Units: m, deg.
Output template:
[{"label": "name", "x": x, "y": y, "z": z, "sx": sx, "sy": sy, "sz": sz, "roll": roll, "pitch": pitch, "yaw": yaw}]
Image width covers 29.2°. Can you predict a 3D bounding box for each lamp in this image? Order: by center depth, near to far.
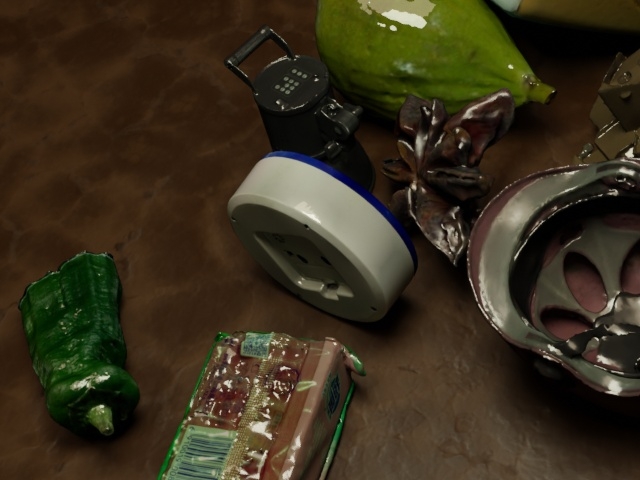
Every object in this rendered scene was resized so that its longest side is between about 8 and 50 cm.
[{"label": "lamp", "x": -0.014, "y": -0.142, "z": 1.562, "sx": 0.172, "sy": 0.227, "sz": 0.147, "roll": 33, "pitch": 66, "yaw": 32}]

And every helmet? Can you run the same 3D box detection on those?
[{"label": "helmet", "x": 0.341, "y": 0.068, "z": 1.335, "sx": 0.338, "sy": 0.197, "sz": 0.271, "roll": 12, "pitch": 65, "yaw": 29}]

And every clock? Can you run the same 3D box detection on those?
[{"label": "clock", "x": 0.000, "y": 0.000, "z": 1.451, "sx": 0.230, "sy": 0.230, "sz": 0.083, "roll": 25, "pitch": 67, "yaw": 29}]

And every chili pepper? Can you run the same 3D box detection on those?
[{"label": "chili pepper", "x": -0.289, "y": 0.139, "z": 1.501, "sx": 0.136, "sy": 0.099, "sz": 0.270, "roll": -16, "pitch": 46, "yaw": -10}]

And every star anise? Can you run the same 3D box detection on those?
[{"label": "star anise", "x": 0.147, "y": -0.075, "z": 1.484, "sx": 0.129, "sy": 0.212, "sz": 0.282, "roll": -3, "pitch": 4, "yaw": -26}]

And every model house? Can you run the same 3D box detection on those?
[{"label": "model house", "x": 0.377, "y": -0.130, "z": 1.511, "sx": 0.248, "sy": 0.176, "sz": 0.181, "roll": -40, "pitch": 41, "yaw": 10}]

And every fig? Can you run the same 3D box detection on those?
[{"label": "fig", "x": 0.133, "y": -0.234, "z": 1.613, "sx": 0.233, "sy": 0.233, "sz": 0.314, "roll": -30, "pitch": 69, "yaw": -9}]

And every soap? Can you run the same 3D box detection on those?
[{"label": "soap", "x": -0.083, "y": 0.230, "z": 1.380, "sx": 0.217, "sy": 0.098, "sz": 0.273, "roll": 8, "pitch": 56, "yaw": 20}]

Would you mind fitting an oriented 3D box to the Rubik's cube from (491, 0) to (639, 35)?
[{"label": "Rubik's cube", "x": 0.352, "y": -0.495, "z": 1.596, "sx": 0.352, "sy": 0.347, "sz": 0.352, "roll": 0, "pitch": 40, "yaw": -29}]
